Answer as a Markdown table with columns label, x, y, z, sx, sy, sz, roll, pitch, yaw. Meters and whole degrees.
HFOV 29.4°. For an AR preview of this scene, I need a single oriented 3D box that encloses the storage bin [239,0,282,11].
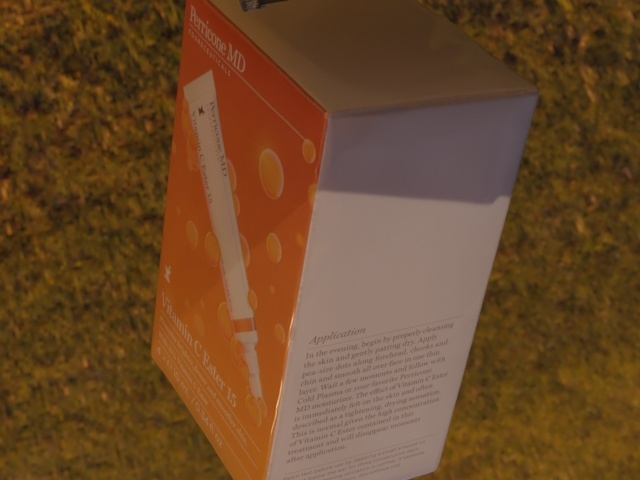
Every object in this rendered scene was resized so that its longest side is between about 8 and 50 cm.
| label | x | y | z | sx | sy | sz | roll | pitch | yaw |
| --- | --- | --- | --- | --- | --- | --- | --- | --- | --- |
| storage bin | 0.075 | -0.199 | 0.607 | 0.262 | 0.123 | 0.260 | -9 | -171 | -2 |

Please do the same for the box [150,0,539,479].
| label | x | y | z | sx | sy | sz | roll | pitch | yaw |
| --- | --- | --- | --- | --- | --- | --- | --- | --- | --- |
| box | 0.000 | 0.000 | 0.920 | 0.168 | 0.215 | 0.345 | -10 | 127 | -29 |
